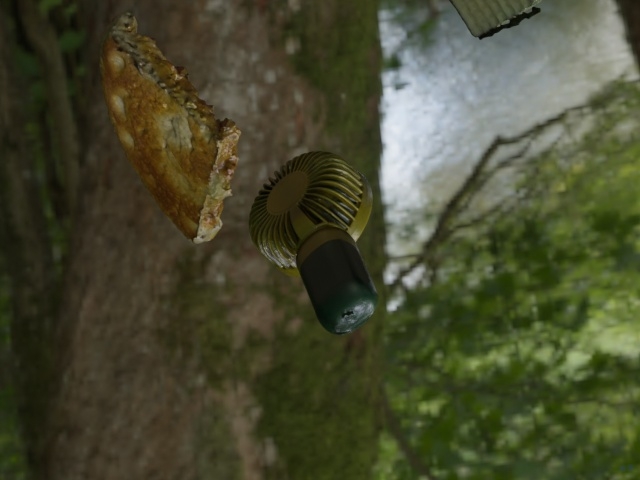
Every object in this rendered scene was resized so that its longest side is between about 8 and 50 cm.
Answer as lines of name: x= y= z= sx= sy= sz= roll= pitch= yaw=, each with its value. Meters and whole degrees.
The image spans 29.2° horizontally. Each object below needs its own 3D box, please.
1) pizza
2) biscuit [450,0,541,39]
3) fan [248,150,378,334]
pizza: x=-0.174 y=-0.135 z=1.572 sx=0.226 sy=0.335 sz=0.086 roll=7 pitch=-143 yaw=43
biscuit: x=0.141 y=-0.230 z=0.723 sx=0.052 sy=0.150 sz=0.252 roll=-35 pitch=-176 yaw=-35
fan: x=0.000 y=0.000 z=0.760 sx=0.082 sy=0.155 sz=0.039 roll=-41 pitch=126 yaw=12
